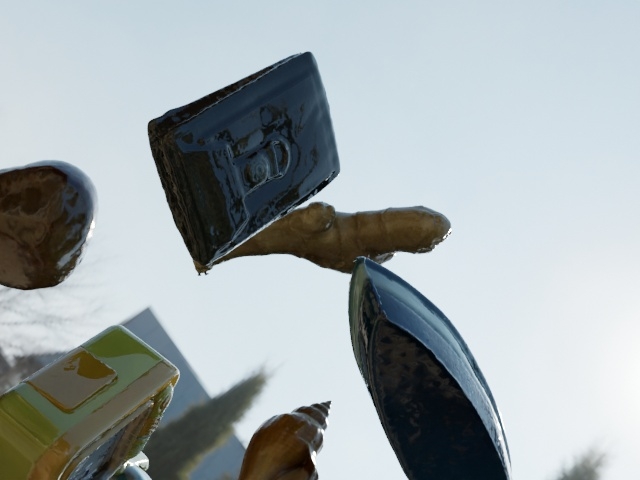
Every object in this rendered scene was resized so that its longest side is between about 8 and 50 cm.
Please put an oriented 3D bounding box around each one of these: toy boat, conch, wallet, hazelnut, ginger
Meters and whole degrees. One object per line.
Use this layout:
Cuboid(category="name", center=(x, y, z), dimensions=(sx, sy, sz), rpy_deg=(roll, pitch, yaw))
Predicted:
Cuboid(category="toy boat", center=(0.090, 0.135, 0.824), dimensions=(0.062, 0.096, 0.299), rpy_deg=(-93, 159, -55))
Cuboid(category="conch", center=(-0.075, 0.328, 1.315), dimensions=(0.109, 0.330, 0.093), rpy_deg=(32, -33, 12))
Cuboid(category="wallet", center=(-0.069, -0.097, 1.096), dimensions=(0.052, 0.245, 0.169), rpy_deg=(7, -58, 45))
Cuboid(category="hazelnut", center=(-0.414, -0.019, 1.444), dimensions=(0.186, 0.210, 0.210), rpy_deg=(57, -21, 21))
Cuboid(category="ginger", center=(0.000, 0.000, 1.305), dimensions=(0.148, 0.333, 0.081), rpy_deg=(121, -32, -68))

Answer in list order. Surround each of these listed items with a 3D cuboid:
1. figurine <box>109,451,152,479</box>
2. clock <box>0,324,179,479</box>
Cuboid(category="figurine", center=(-0.471, 0.506, 1.768), dimensions=(0.361, 0.378, 0.266), rpy_deg=(42, -5, 27))
Cuboid(category="clock", center=(-0.230, 0.178, 0.928), dimensions=(0.096, 0.202, 0.143), rpy_deg=(39, -61, 9))
